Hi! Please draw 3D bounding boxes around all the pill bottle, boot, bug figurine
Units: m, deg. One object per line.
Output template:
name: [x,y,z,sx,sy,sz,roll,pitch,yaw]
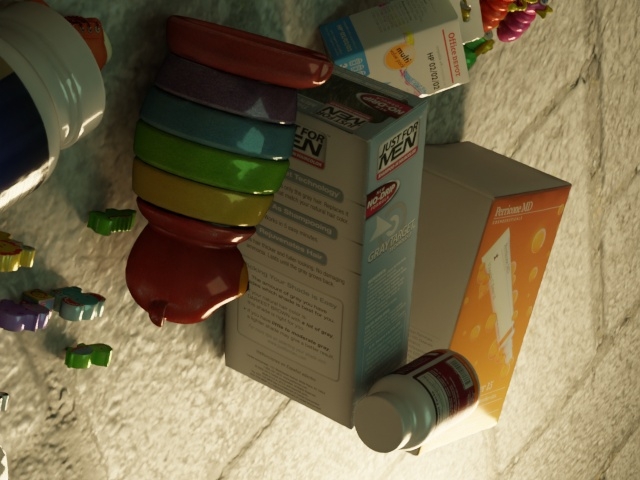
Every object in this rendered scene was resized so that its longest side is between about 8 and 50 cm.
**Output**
pill bottle: [-0.303,-0.079,1.398,0.265,0.153,0.153,-40,142,-38]
boot: [-0.228,-0.177,1.549,0.084,0.059,0.158,-57,158,-20]
bug figurine: [0.232,-0.289,2.105,0.279,0.072,0.216,-38,171,-41]
pill bottle: [0.103,0.178,1.934,0.152,0.086,0.086,-22,129,-52]

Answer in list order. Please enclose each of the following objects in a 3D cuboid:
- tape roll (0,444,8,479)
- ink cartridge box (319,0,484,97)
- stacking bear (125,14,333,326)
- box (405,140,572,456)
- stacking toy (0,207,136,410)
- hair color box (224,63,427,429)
tape roll: [-0.384,0.245,1.592,0.219,0.072,0.219,-39,142,-39]
ink cartridge box: [0.100,-0.211,1.947,0.181,0.061,0.104,-20,140,-2]
stacking bear: [-0.107,-0.058,1.709,0.175,0.164,0.289,-107,-148,-80]
box: [0.153,0.067,2.228,0.215,0.168,0.345,-11,120,-55]
stacking toy: [-0.255,0.065,1.686,0.221,0.052,0.167,-15,124,-55]
hair color box: [0.000,0.000,1.912,0.114,0.185,0.374,-36,140,-42]
